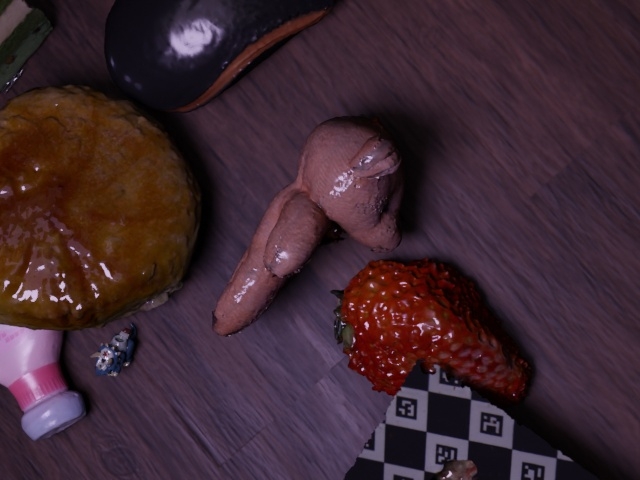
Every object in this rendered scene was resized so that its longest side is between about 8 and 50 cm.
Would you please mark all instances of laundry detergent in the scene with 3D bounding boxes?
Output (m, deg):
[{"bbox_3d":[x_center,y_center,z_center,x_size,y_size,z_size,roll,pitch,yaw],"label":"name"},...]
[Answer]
[{"bbox_3d":[-0.403,0.090,1.412,0.159,0.088,0.335,-30,82,11],"label":"laundry detergent"}]

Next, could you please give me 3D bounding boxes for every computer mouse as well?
[{"bbox_3d":[-0.123,-0.283,1.344,0.323,0.116,0.183,-37,85,9],"label":"computer mouse"}]

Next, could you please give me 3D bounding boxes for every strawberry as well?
[{"bbox_3d":[0.121,0.107,1.272,0.236,0.107,0.175,3,88,14],"label":"strawberry"}]

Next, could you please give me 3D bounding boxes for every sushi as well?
[{"bbox_3d":[0.180,0.296,1.282,0.290,0.050,0.264,32,116,11],"label":"sushi"}]

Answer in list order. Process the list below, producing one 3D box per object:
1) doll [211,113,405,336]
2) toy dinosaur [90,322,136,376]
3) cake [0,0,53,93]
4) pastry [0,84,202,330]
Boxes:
[{"bbox_3d":[0.000,0.000,1.281,0.156,0.201,0.303,33,102,-11],"label":"doll"},{"bbox_3d":[-0.251,0.136,1.384,0.030,0.083,0.047,26,123,13],"label":"toy dinosaur"},{"bbox_3d":[-0.498,-0.240,1.412,0.283,0.158,0.172,-46,77,7],"label":"cake"},{"bbox_3d":[-0.299,-0.042,1.332,0.329,0.136,0.330,1,78,-5],"label":"pastry"}]
